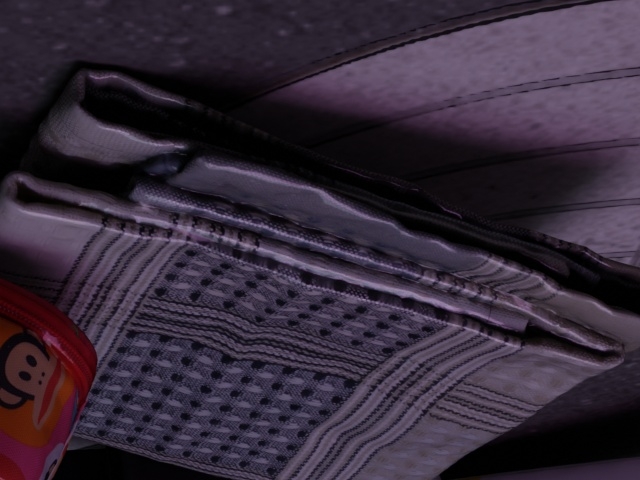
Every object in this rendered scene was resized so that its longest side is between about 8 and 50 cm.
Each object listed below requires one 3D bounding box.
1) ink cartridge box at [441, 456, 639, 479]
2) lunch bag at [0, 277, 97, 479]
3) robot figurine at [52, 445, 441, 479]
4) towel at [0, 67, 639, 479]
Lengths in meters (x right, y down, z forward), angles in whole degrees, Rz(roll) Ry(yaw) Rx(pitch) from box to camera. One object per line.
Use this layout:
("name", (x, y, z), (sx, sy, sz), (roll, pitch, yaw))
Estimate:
("ink cartridge box", (0.126, 0.326, 1.173), (0.384, 0.279, 0.160), (-12, 154, 31))
("lunch bag", (-0.257, 0.084, 0.771), (0.258, 0.120, 0.293), (23, 149, -7))
("robot figurine", (-0.051, 0.194, 1.039), (0.278, 0.173, 0.209), (1, 157, -14))
("towel", (-0.032, 0.055, 0.803), (0.312, 0.056, 0.324), (20, 147, -16))
